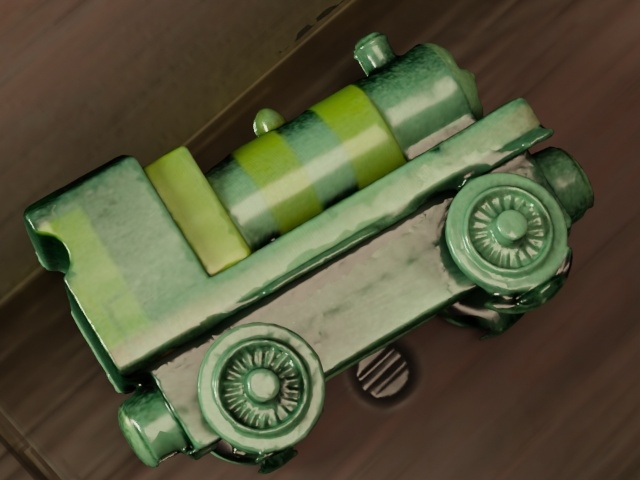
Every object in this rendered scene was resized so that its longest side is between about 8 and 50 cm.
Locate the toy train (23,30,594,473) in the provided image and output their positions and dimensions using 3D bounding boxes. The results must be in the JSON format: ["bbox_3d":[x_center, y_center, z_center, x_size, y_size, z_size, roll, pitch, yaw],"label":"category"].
[{"bbox_3d":[0.000,0.000,0.621,0.200,0.083,0.132,-30,81,-14],"label":"toy train"}]
